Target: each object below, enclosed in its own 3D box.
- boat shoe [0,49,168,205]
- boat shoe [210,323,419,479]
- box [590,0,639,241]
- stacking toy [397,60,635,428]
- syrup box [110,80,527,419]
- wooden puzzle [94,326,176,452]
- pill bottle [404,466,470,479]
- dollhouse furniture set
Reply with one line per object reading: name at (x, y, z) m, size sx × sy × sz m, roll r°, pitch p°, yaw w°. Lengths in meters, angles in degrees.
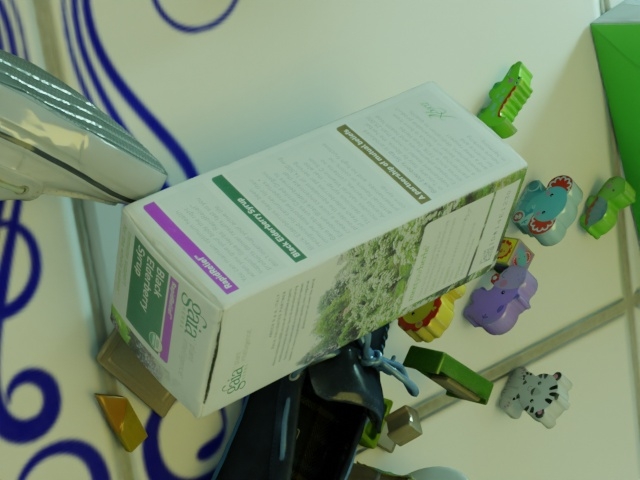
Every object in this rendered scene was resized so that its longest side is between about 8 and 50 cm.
boat shoe at (-0.181, -0.058, 0.824) m, size 0.226 × 0.083 × 0.076 m, roll 29°, pitch 104°, yaw -42°
boat shoe at (0.010, 0.104, 1.002) m, size 0.109 × 0.089 × 0.258 m, roll 27°, pitch 74°, yaw -40°
box at (0.359, -0.100, 1.277) m, size 0.231 × 0.126 × 0.262 m, roll -35°, pitch 118°, yaw -35°
stacking toy at (0.151, 0.008, 1.149) m, size 0.167 × 0.052 × 0.221 m, roll 41°, pitch 68°, yaw -39°
syrup box at (0.000, 0.000, 0.922) m, size 0.237 × 0.096 × 0.093 m, roll -24°, pitch 144°, yaw -33°
wooden puzzle at (-0.099, 0.062, 0.949) m, size 0.116 × 0.014 × 0.078 m, roll -53°, pitch 132°, yaw -24°
pill bottle at (0.113, 0.257, 1.103) m, size 0.117 × 0.117 × 0.215 m, roll -51°, pitch 126°, yaw -26°
dollhouse furniture set at (0.057, 0.150, 1.064) m, size 0.058 × 0.076 × 0.152 m, roll 36°, pitch 71°, yaw -39°
